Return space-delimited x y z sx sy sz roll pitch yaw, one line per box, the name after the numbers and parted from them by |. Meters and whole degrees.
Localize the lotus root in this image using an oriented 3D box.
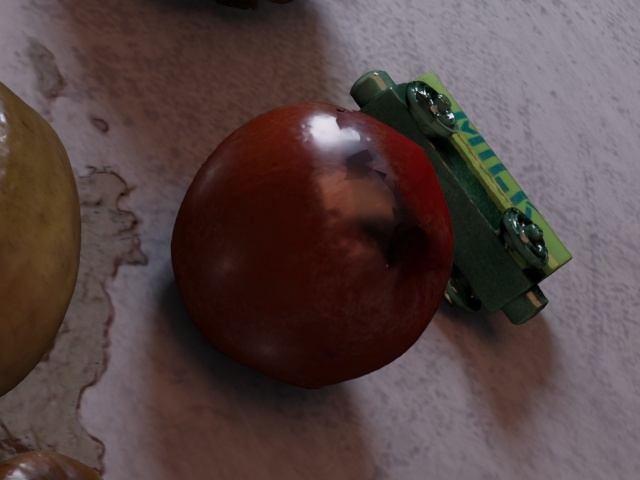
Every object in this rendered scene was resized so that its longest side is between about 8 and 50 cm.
-0.243 -0.032 1.135 0.183 0.183 0.310 25 35 -28 | lotus root

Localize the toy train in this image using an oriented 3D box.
0.123 -0.045 1.579 0.253 0.105 0.157 53 23 6 | toy train

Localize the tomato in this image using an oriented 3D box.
0.000 0.000 1.327 0.208 0.184 0.208 28 39 -25 | tomato

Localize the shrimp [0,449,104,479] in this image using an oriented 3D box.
-0.180 0.208 1.061 0.143 0.052 0.251 54 35 5 | shrimp

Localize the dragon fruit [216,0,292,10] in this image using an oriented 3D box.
-0.035 -0.341 1.561 0.291 0.269 0.250 1 65 -41 | dragon fruit
